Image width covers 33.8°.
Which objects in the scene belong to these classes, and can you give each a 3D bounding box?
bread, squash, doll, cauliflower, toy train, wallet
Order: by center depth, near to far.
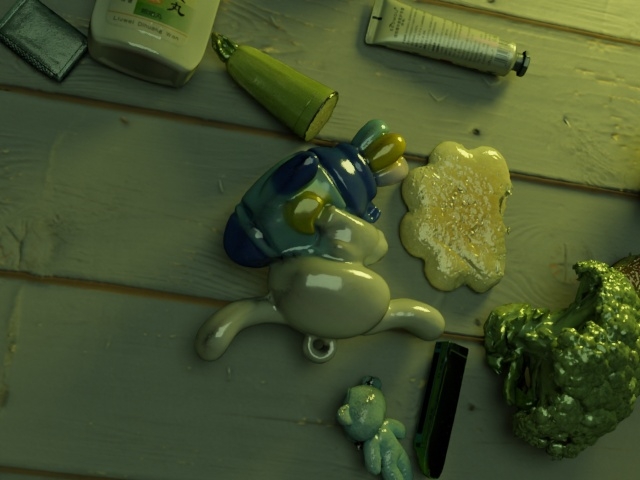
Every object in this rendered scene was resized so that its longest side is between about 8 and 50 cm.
[{"bbox_3d":[-0.005,0.001,1.583,0.375,0.187,0.366,0,87,-37],"label":"doll"},{"bbox_3d":[0.079,0.300,1.590,0.120,0.075,0.180,-41,113,-55],"label":"doll"},{"bbox_3d":[-0.425,-0.308,1.614,0.129,0.026,0.088,37,76,-4],"label":"wallet"},{"bbox_3d":[0.371,0.181,1.625,0.250,0.272,0.275,19,38,32],"label":"cauliflower"},{"bbox_3d":[0.180,0.261,1.627,0.044,0.042,0.209,23,74,-30],"label":"toy train"},{"bbox_3d":[-0.082,-0.254,1.651,0.224,0.094,0.094,36,72,2],"label":"squash"},{"bbox_3d":[0.218,-0.041,1.704,0.181,0.039,0.251,8,77,-12],"label":"bread"},{"bbox_3d":[0.524,0.086,1.734,0.140,0.069,0.128,-29,85,-14],"label":"bread"}]

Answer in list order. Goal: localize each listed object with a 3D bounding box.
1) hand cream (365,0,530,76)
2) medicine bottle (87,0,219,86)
[{"bbox_3d":[0.215,-0.333,1.762,0.276,0.059,0.095,16,76,-4],"label":"hand cream"},{"bbox_3d":[-0.238,-0.415,1.633,0.179,0.124,0.324,18,73,-12],"label":"medicine bottle"}]
